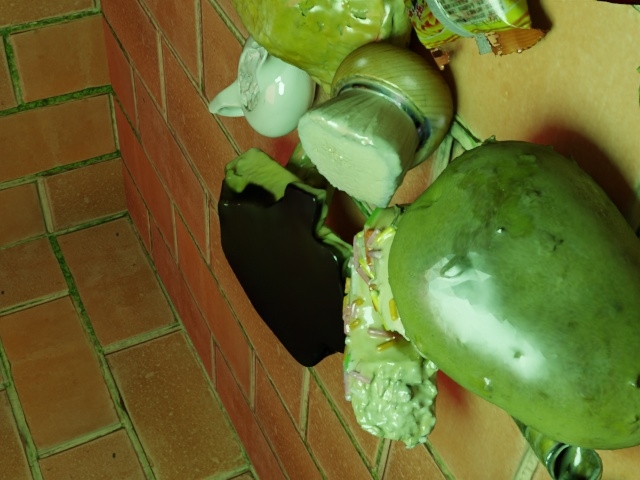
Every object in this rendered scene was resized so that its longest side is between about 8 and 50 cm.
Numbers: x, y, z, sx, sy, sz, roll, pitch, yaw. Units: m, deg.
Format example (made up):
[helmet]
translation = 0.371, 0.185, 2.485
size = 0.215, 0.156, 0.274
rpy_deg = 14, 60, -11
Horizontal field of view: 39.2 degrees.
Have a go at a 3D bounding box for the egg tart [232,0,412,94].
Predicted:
[egg tart]
translation = -0.028, -0.408, 1.317
size = 0.443, 0.178, 0.443
rpy_deg = 53, 154, 40

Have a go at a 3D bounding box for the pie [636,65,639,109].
[pie]
translation = 0.393, -0.002, 0.580
size = 0.418, 0.180, 0.395
rpy_deg = 67, 159, 5

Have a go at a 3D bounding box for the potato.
[potato]
translation = 0.226, 0.070, 0.968
size = 0.269, 0.219, 0.359
rpy_deg = -41, 68, 20

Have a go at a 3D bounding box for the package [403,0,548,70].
[package]
translation = 0.141, -0.344, 1.047
size = 0.223, 0.108, 0.288
rpy_deg = -168, 61, -70

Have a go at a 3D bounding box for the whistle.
[whistle]
translation = 0.271, 0.223, 1.123
size = 0.068, 0.057, 0.326
rpy_deg = 58, -177, -6

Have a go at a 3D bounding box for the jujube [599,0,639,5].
[jujube]
translation = 0.228, -0.299, 0.708
size = 0.318, 0.223, 0.223
rpy_deg = -135, 33, -65

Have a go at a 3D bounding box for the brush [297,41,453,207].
[brush]
translation = 0.072, -0.135, 1.248
size = 0.174, 0.166, 0.267
rpy_deg = 28, 157, 11

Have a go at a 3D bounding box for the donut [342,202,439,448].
[donut]
translation = 0.120, 0.097, 1.294
size = 0.371, 0.150, 0.307
rpy_deg = 102, 170, -50

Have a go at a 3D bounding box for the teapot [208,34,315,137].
[teapot]
translation = -0.099, -0.285, 1.626
size = 0.298, 0.139, 0.204
rpy_deg = 139, 121, -61

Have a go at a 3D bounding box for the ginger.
[ginger]
translation = 0.000, 0.000, 1.625
size = 0.358, 0.211, 0.413
rpy_deg = -18, 99, 56
